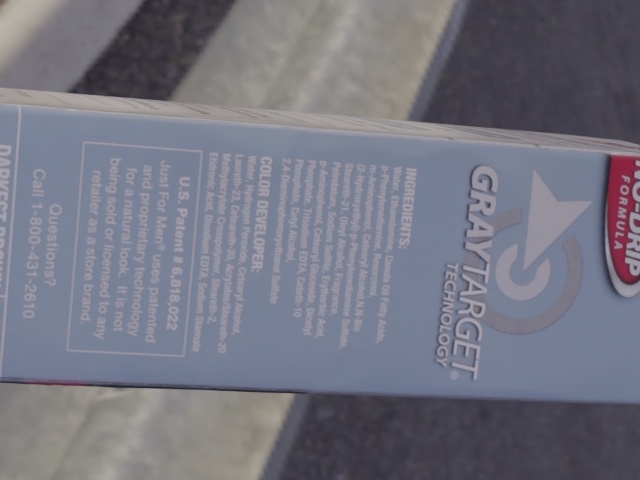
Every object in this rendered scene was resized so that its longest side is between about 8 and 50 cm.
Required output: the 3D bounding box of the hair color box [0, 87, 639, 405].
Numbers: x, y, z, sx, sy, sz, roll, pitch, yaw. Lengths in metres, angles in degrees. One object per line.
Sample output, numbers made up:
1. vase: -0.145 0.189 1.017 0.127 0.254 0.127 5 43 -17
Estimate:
1. hair color box: 0.000 0.000 0.773 0.185 0.375 0.113 -155 -111 -73
